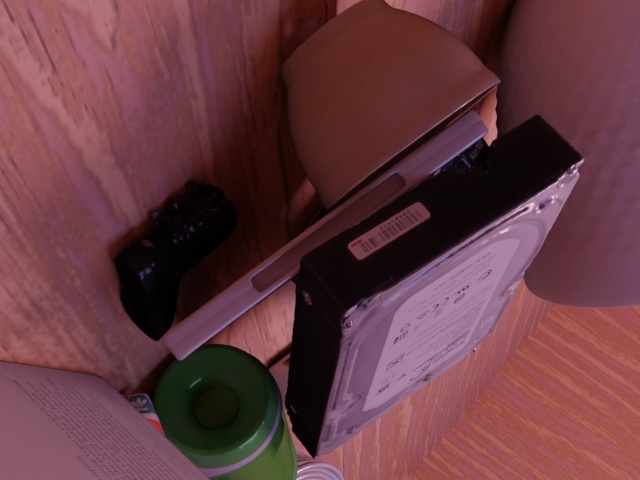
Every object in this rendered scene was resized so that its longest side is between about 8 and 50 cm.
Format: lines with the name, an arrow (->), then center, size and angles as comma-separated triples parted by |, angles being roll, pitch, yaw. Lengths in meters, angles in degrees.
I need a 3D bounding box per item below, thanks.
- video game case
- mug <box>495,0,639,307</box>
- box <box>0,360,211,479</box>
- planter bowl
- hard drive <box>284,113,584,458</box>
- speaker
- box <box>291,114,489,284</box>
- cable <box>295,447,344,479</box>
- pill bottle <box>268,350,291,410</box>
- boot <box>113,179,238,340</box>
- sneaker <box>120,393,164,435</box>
video game case -> 0.000, 0.000, 0.746 | 0.285, 0.025, 0.204 | -36, 179, -5
mug -> 0.377, -0.143, 1.005 | 0.374, 0.328, 0.276 | -19, -167, -16
box -> -0.234, 0.205, 0.563 | 0.215, 0.168, 0.345 | -52, 159, 0
planter bowl -> 0.038, -0.112, 0.671 | 0.162, 0.109, 0.162 | -37, 180, 0
hard drive -> 0.083, 0.061, 0.782 | 0.237, 0.064, 0.339 | -31, 157, -21
speaker -> -0.093, 0.215, 0.943 | 0.131, 0.131, 0.296 | -45, 158, -19
box -> 0.101, -0.027, 1.032 | 0.242, 0.076, 0.307 | -55, 159, 6
cable -> -0.071, 0.422, 1.276 | 0.257, 0.089, 0.257 | -32, 128, -35
pill bottle -> -0.007, 0.157, 1.113 | 0.120, 0.067, 0.067 | -33, 152, -41
boot -> -0.110, 0.016, 0.700 | 0.099, 0.045, 0.121 | -44, 157, -29
sneaker -> -0.172, 0.180, 0.812 | 0.057, 0.075, 0.161 | 0, 162, -20
